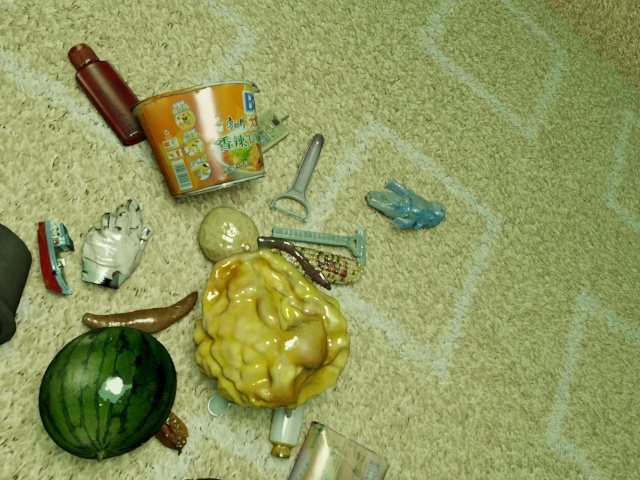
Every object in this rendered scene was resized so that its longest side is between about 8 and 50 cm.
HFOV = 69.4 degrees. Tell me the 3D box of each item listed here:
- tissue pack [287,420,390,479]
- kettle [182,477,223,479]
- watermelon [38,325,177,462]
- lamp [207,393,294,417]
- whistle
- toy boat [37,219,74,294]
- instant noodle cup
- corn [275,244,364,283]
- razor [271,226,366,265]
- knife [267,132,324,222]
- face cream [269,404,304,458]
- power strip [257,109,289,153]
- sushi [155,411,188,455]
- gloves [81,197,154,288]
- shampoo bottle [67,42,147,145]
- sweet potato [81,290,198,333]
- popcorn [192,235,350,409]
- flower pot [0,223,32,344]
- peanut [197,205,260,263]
[{"bbox_3d":[0.025,0.578,1.048,0.214,0.123,0.257,31,63,-10],"label":"tissue pack"},{"bbox_3d":[-0.240,0.631,0.895,0.207,0.251,0.271,-33,98,1],"label":"kettle"},{"bbox_3d":[-0.400,0.286,0.884,0.242,0.242,0.243,8,71,-22],"label":"watermelon"},{"bbox_3d":[-0.158,0.374,1.044,0.198,0.056,0.050,3,70,-4],"label":"lamp"},{"bbox_3d":[0.263,-0.097,1.391,0.268,0.093,0.180,14,44,-20],"label":"whistle"},{"bbox_3d":[-0.559,0.036,0.986,0.058,0.069,0.173,-11,74,-18],"label":"toy boat"},{"bbox_3d":[-0.266,-0.226,1.081,0.296,0.296,0.214,-18,101,-28],"label":"instant noodle cup"},{"bbox_3d":[-0.001,0.069,1.222,0.253,0.086,0.086,12,69,-22],"label":"corn"},{"bbox_3d":[0.003,-0.003,1.261,0.277,0.056,0.111,9,71,-22],"label":"razor"},{"bbox_3d":[-0.054,-0.185,1.297,0.123,0.053,0.278,24,64,-11],"label":"knife"},{"bbox_3d":[-0.076,0.416,1.094,0.072,0.051,0.182,17,66,-13],"label":"face cream"},{"bbox_3d":[-0.178,-0.284,1.282,0.092,0.034,0.268,49,61,-3],"label":"power strip"},{"bbox_3d":[-0.323,0.404,0.986,0.120,0.055,0.052,51,50,-14],"label":"sushi"},{"bbox_3d":[-0.451,-0.002,1.031,0.127,0.111,0.213,16,75,-14],"label":"gloves"},{"bbox_3d":[-0.517,-0.361,1.135,0.102,0.064,0.260,-38,91,-31],"label":"shampoo bottle"},{"bbox_3d":[-0.386,0.172,1.030,0.255,0.058,0.078,-10,58,-31],"label":"sweet potato"},{"bbox_3d":[-0.096,0.173,0.993,0.348,0.349,0.383,-6,113,-26],"label":"popcorn"},{"bbox_3d":[-0.662,0.057,0.858,0.268,0.269,0.166,25,44,-15],"label":"flower pot"},{"bbox_3d":[-0.220,-0.006,1.129,0.159,0.109,0.141,27,92,-3],"label":"peanut"}]
